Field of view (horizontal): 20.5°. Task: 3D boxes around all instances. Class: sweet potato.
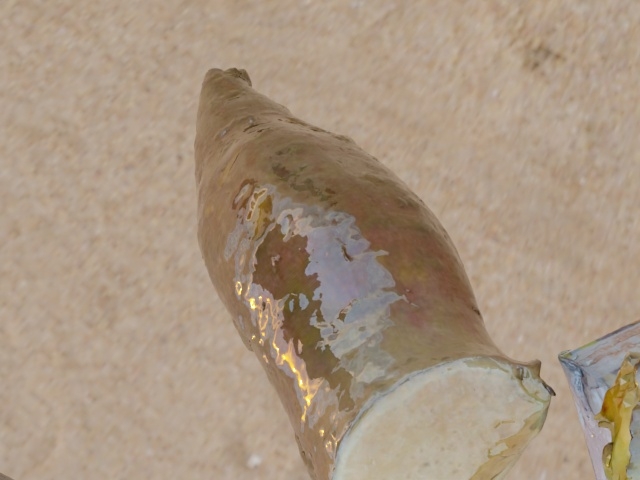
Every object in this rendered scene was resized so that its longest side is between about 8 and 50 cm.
[{"bbox_3d":[-0.003,0.002,0.953,0.131,0.336,0.131,-18,141,-15],"label":"sweet potato"}]

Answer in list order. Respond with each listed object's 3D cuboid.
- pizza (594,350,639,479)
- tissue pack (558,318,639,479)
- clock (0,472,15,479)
[{"bbox_3d":[0.214,0.172,0.616,0.251,0.287,0.074,6,151,7],"label":"pizza"},{"bbox_3d":[0.211,0.086,0.948,0.148,0.060,0.108,-24,109,-19],"label":"tissue pack"},{"bbox_3d":[-0.205,0.192,0.788,0.042,0.215,0.215,32,123,-16],"label":"clock"}]
